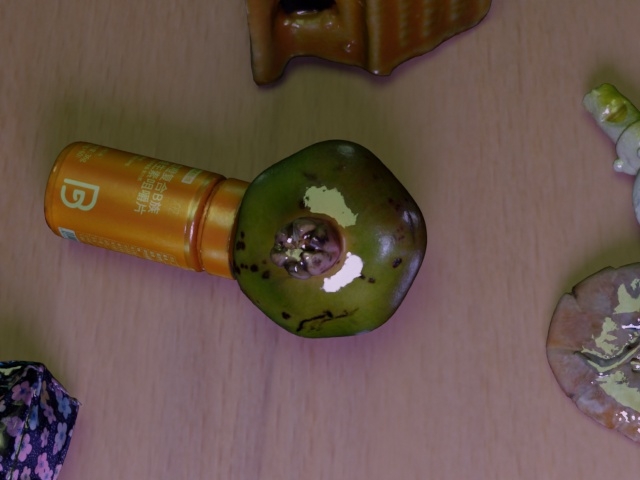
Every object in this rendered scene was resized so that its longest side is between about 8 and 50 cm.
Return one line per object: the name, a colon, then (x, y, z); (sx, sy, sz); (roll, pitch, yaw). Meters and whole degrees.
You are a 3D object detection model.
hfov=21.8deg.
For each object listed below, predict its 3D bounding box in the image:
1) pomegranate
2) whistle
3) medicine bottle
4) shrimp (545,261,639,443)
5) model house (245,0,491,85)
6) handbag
pomegranate: (0.000, 0.000, 1.454); (0.180, 0.210, 0.180); (0, 90, 16)
whistle: (0.312, -0.070, 1.527); (0.104, 0.057, 0.198); (-41, 55, 6)
medicine bottle: (-0.155, -0.029, 1.557); (0.192, 0.096, 0.096); (14, 67, 17)
shrimp: (0.343, 0.088, 1.431); (0.289, 0.075, 0.178); (-11, 70, 3)
model house: (0.048, -0.293, 1.594); (0.239, 0.268, 0.173); (6, 45, 11)
handbag: (-0.338, 0.204, 1.455); (0.208, 0.127, 0.228); (5, 65, 19)
